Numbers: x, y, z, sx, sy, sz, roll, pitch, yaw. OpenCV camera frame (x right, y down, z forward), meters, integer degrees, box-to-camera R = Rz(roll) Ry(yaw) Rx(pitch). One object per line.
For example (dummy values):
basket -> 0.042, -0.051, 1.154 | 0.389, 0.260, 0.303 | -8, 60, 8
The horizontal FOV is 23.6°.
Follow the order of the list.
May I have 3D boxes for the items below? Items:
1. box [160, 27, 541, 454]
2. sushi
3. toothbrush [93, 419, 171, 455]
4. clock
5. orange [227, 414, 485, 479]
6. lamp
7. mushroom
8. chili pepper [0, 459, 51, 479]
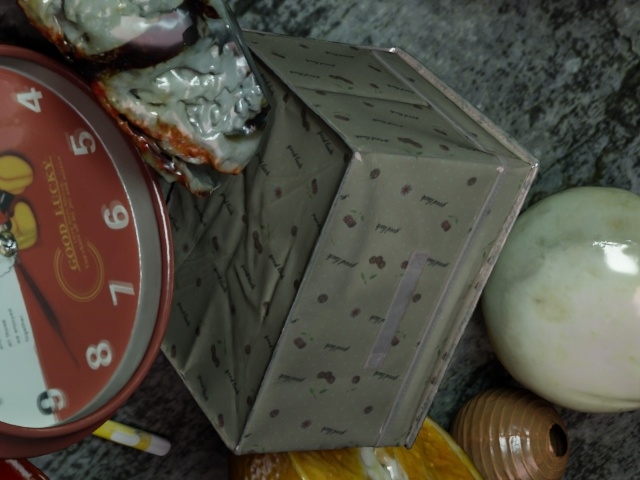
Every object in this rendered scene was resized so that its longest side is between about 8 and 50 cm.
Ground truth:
box -> 0.000, 0.000, 1.298 | 0.190, 0.225, 0.297 | 4, 119, -36
sushi -> -0.134, -0.174, 1.130 | 0.130, 0.124, 0.332 | -32, 130, 5
toothbrush -> -0.239, 0.158, 1.404 | 0.288, 0.024, 0.021 | 28, 103, -44
clock -> -0.236, 0.003, 1.133 | 0.318, 0.080, 0.318 | 17, 67, -49
orange -> 0.054, 0.244, 1.503 | 0.310, 0.274, 0.274 | -5, 126, -23
lamp -> 0.206, 0.225, 1.676 | 0.136, 0.136, 0.136 | -18, 131, -22
mushroom -> 0.290, 0.054, 1.570 | 0.246, 0.202, 0.246 | 7, 119, 13
chili pepper -> -0.356, 0.189, 1.276 | 0.135, 0.131, 0.338 | -23, 143, 18
